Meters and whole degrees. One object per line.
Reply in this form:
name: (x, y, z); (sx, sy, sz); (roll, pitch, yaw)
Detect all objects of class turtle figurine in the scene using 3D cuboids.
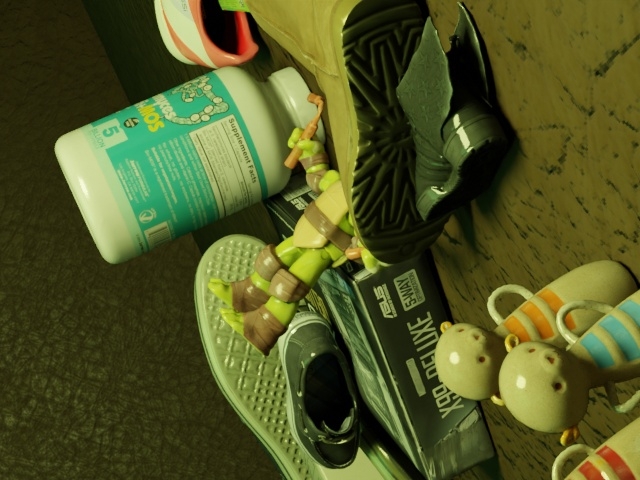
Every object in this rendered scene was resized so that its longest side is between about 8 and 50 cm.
turtle figurine: (-0.002, -0.012, 1.105); (0.087, 0.217, 0.269); (37, -170, -38)

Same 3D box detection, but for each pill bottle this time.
pill bottle: (-0.131, -0.090, 1.300); (0.146, 0.264, 0.146); (61, 168, 22)

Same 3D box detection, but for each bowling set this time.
bowling set: (0.152, 0.094, 0.602); (0.287, 0.154, 0.200); (58, 168, 35)

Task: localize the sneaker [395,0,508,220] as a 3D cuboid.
sneaker: (0.084, -0.081, 0.846); (0.089, 0.051, 0.170); (63, 165, 14)

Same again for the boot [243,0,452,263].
boot: (0.011, -0.141, 0.991); (0.269, 0.089, 0.236); (-129, 28, -55)

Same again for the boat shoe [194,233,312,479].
boat shoe: (-0.055, 0.220, 1.883); (0.500, 0.186, 0.156); (63, 165, -15)

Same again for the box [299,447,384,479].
box: (0.092, 0.383, 1.671); (0.311, 0.121, 0.148); (62, 169, 16)

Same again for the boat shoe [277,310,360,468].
boat shoe: (0.010, 0.178, 1.335); (0.076, 0.080, 0.229); (-126, 21, -50)

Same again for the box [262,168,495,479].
box: (0.052, 0.076, 1.282); (0.307, 0.076, 0.243); (44, 158, 63)

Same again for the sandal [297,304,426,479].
sandal: (0.033, 0.197, 1.496); (0.086, 0.120, 0.303); (-53, 54, 32)

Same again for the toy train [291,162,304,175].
toy train: (-0.054, -0.091, 1.536); (0.125, 0.046, 0.166); (74, 170, -46)

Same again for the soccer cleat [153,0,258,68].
soccer cleat: (-0.147, -0.333, 1.335); (0.116, 0.108, 0.318); (21, 136, 47)

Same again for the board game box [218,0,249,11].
board game box: (-0.076, -0.274, 1.213); (0.092, 0.043, 0.181); (69, 169, -17)
